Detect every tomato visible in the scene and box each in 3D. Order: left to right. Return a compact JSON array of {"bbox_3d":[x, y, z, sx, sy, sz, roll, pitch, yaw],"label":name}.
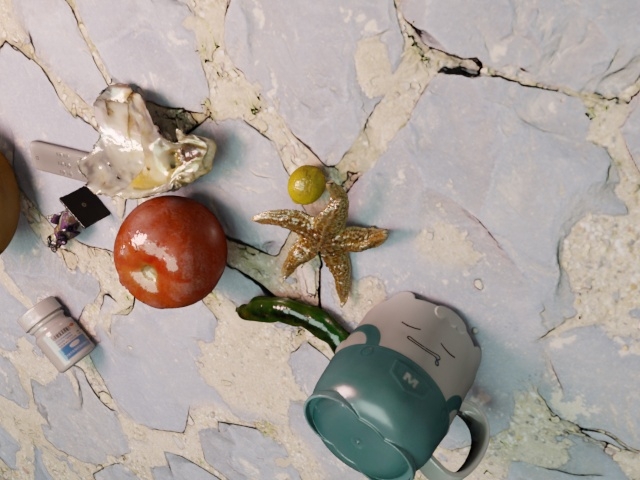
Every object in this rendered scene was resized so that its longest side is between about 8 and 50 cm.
[{"bbox_3d":[-0.274,0.019,1.238,0.208,0.184,0.208,9,120,15],"label":"tomato"}]

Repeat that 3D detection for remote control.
[{"bbox_3d":[-0.501,-0.153,1.377,0.261,0.029,0.067,15,122,23],"label":"remote control"}]

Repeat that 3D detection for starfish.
[{"bbox_3d":[0.000,0.000,1.128,0.236,0.062,0.277,4,136,12],"label":"starfish"}]

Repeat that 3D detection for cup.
[{"bbox_3d":[0.142,0.263,1.090,0.290,0.257,0.219,40,134,5],"label":"cup"}]

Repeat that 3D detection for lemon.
[{"bbox_3d":[-0.024,-0.091,1.112,0.062,0.062,0.083,40,126,5],"label":"lemon"}]

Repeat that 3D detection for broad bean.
[{"bbox_3d":[-0.032,0.176,1.270,0.292,0.049,0.144,33,129,10],"label":"broad bean"}]

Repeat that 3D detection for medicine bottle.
[{"bbox_3d":[-0.638,0.228,1.619,0.168,0.105,0.105,51,129,-3],"label":"medicine bottle"}]

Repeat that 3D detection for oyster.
[{"bbox_3d":[-0.329,-0.169,1.226,0.271,0.100,0.275,49,127,7],"label":"oyster"}]

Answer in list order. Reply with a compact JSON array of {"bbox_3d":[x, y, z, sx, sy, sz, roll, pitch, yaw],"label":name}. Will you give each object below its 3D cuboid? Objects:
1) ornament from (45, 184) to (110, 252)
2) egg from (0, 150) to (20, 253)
[{"bbox_3d":[-0.551,-0.037,1.437,0.203,0.088,0.081,-27,99,39],"label":"ornament"},{"bbox_3d":[-0.781,-0.089,1.437,0.250,0.250,0.322,13,127,24],"label":"egg"}]
